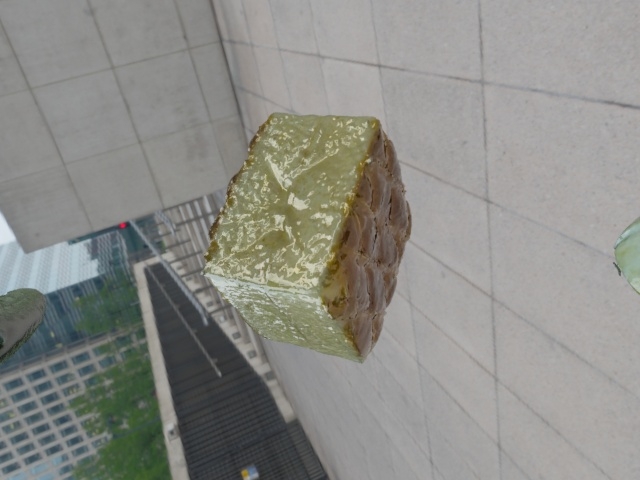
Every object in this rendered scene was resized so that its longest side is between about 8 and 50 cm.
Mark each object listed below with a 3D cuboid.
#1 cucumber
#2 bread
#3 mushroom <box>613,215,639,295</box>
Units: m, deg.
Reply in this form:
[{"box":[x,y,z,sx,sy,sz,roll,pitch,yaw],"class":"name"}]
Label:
[{"box":[-0.274,0.077,0.431,0.250,0.056,0.056,-170,61,-76],"class":"cucumber"},{"box":[0.000,0.000,0.776,0.207,0.279,0.279,11,152,22],"class":"bread"},{"box":[0.389,-0.033,0.466,0.312,0.081,0.100,117,144,-61],"class":"mushroom"}]
